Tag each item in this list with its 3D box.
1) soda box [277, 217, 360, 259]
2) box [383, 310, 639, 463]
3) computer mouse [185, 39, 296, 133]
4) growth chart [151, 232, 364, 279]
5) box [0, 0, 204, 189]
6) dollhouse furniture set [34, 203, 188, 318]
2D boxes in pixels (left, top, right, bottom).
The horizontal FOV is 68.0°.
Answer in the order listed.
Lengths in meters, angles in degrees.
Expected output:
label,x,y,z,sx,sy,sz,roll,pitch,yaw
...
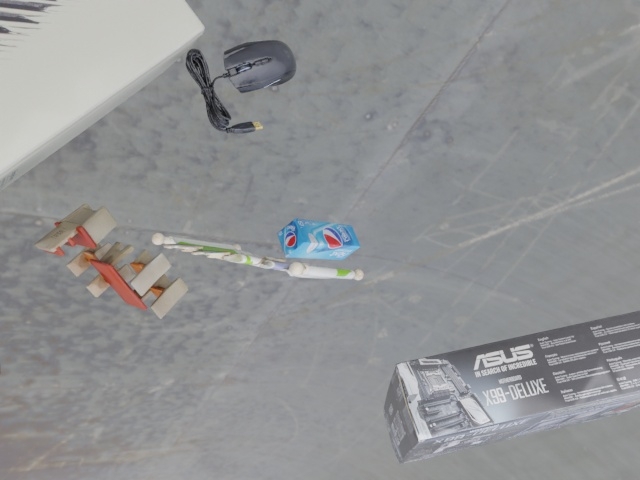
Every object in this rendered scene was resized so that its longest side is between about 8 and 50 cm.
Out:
label,x,y,z,sx,sy,sz,roll,pitch,yaw
soda box,0.000,0.000,1.148,0.071,0.067,0.210,-37,154,33
box,0.231,0.173,0.535,0.308,0.076,0.242,-12,150,-1
computer mouse,-0.133,-0.327,0.990,0.262,0.184,0.060,-23,-170,-34
growth chart,-0.084,0.023,0.610,0.237,0.021,0.172,10,179,29
box,-0.226,-0.115,0.359,0.113,0.275,0.094,-8,127,50
dollhouse furniture set,-0.466,0.060,1.029,0.262,0.135,0.259,8,138,34
